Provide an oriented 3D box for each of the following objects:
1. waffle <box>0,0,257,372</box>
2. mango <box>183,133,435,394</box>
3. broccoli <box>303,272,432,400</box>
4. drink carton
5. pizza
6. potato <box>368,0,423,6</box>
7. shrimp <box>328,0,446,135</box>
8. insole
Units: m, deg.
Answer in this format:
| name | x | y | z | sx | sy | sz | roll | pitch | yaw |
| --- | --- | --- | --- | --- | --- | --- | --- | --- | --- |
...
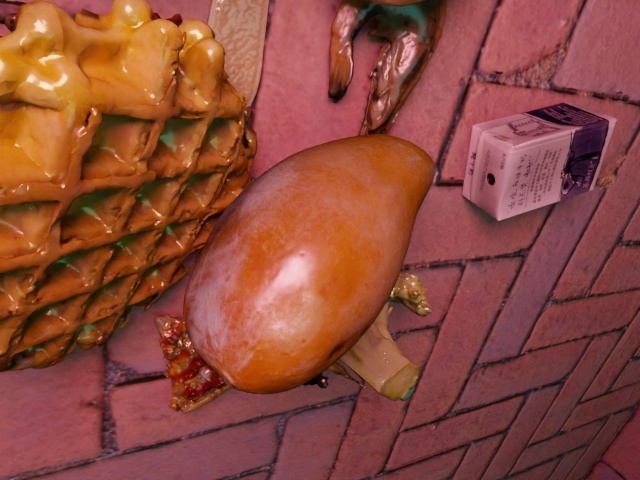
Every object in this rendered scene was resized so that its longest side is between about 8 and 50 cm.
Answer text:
| name | x | y | z | sx | sy | sz | roll | pitch | yaw |
| --- | --- | --- | --- | --- | --- | --- | --- | --- | --- |
| waffle | -0.204 | -0.021 | 0.448 | 0.379 | 0.095 | 0.382 | -46 | 166 | -12 |
| mango | 0.000 | 0.000 | 0.546 | 0.384 | 0.221 | 0.199 | -45 | 104 | -26 |
| broccoli | 0.048 | 0.136 | 0.704 | 0.262 | 0.243 | 0.247 | 0 | 118 | -35 |
| drink carton | 0.357 | -0.135 | 0.798 | 0.222 | 0.102 | 0.134 | -17 | 130 | -20 |
| pizza | -0.180 | 0.176 | 0.721 | 0.188 | 0.062 | 0.199 | -40 | 131 | -3 |
| potato | 0.101 | -0.342 | 0.480 | 0.234 | 0.146 | 0.150 | -45 | 153 | -17 |
| shrimp | 0.069 | -0.222 | 0.596 | 0.145 | 0.059 | 0.254 | 17 | 110 | -35 |
| insole | -0.097 | -0.218 | 0.531 | 0.081 | 0.011 | 0.248 | 1 | 119 | -31 |
